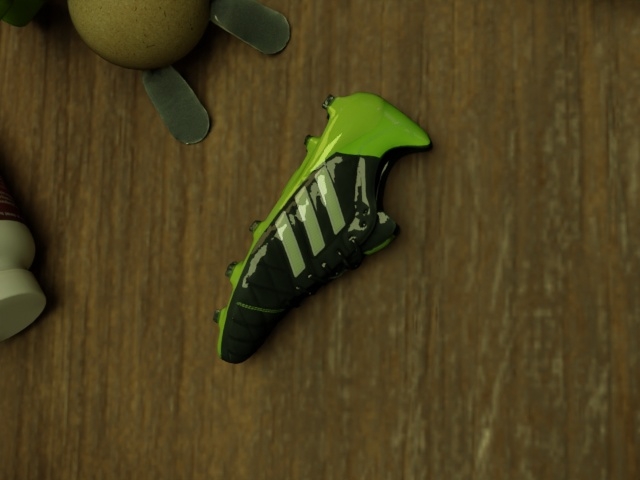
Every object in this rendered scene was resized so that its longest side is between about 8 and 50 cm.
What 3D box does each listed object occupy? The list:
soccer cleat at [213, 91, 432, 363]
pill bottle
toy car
[{"bbox_3d":[0.000,0.000,0.624,0.072,0.060,0.179,30,92,8],"label":"soccer cleat"},{"bbox_3d":[-0.237,-0.011,0.694,0.086,0.086,0.152,-36,72,11],"label":"pill bottle"},{"bbox_3d":[-0.116,-0.158,0.673,0.188,0.149,0.155,41,101,-9],"label":"toy car"}]
